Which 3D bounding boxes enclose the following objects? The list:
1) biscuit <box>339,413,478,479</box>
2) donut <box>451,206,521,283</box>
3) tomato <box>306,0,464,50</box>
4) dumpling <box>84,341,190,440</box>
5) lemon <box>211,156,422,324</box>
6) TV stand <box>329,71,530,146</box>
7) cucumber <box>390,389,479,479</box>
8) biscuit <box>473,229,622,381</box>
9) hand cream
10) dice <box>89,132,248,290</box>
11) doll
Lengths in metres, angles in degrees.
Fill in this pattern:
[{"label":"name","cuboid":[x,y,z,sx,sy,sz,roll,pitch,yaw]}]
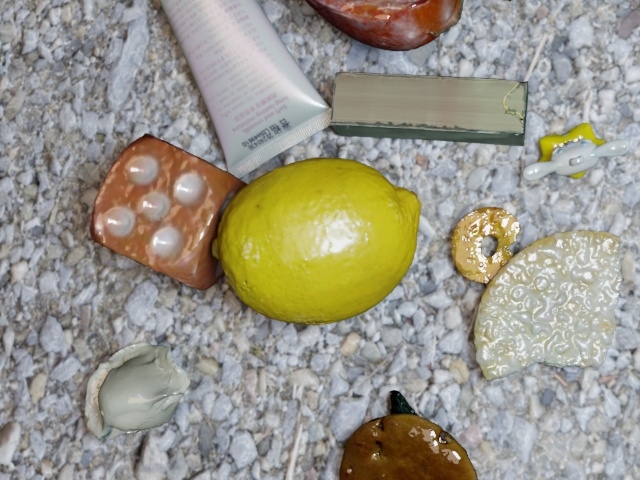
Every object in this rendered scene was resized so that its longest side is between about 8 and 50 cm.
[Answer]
[{"label":"biscuit","cuboid":[0.118,0.340,1.304,0.212,0.036,0.212,6,104,25]},{"label":"donut","cuboid":[0.233,0.006,1.338,0.097,0.043,0.108,14,89,12]},{"label":"tomato","cuboid":[0.086,-0.370,1.339,0.309,0.170,0.309,-8,52,11]},{"label":"dumpling","cuboid":[-0.270,0.217,1.398,0.188,0.108,0.127,-28,54,22]},{"label":"lemon","cuboid":[-0.005,0.001,1.292,0.263,0.236,0.236,2,85,22]},{"label":"TV stand","cuboid":[0.156,-0.186,1.347,0.269,0.088,0.083,6,85,12]},{"label":"cucumber","cuboid":[0.151,0.312,1.330,0.070,0.046,0.220,-45,79,13]},{"label":"biscuit","cuboid":[0.319,0.096,1.298,0.265,0.040,0.188,-42,91,2]},{"label":"hand cream","cuboid":[-0.133,-0.289,1.414,0.185,0.118,0.359,-28,86,15]},{"label":"dice","cuboid":[-0.210,-0.040,1.371,0.175,0.174,0.179,21,85,14]},{"label":"doll","cuboid":[0.337,-0.109,1.292,0.135,0.113,0.072,-22,101,-11]}]
